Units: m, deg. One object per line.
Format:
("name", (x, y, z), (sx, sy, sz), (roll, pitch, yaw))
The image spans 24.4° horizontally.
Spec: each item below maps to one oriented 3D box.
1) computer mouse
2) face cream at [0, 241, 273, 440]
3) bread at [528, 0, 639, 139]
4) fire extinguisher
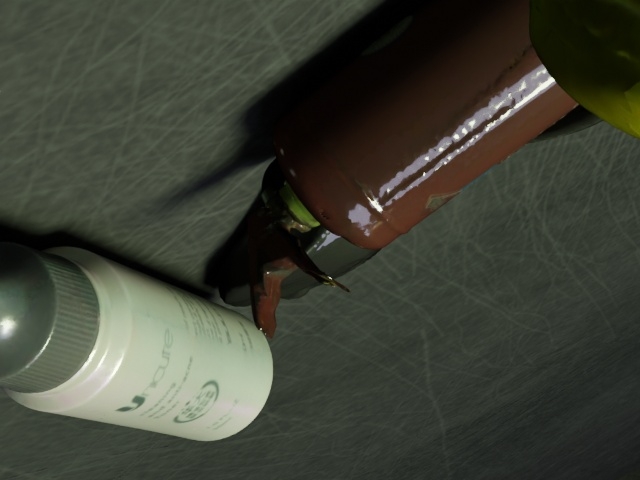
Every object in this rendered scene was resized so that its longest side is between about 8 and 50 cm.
("computer mouse", (0.000, 0.000, 0.922), (0.099, 0.057, 0.172), (-16, 156, -50))
("face cream", (-0.121, 0.056, 0.826), (0.092, 0.092, 0.311), (-36, 159, 8))
("bread", (0.224, -0.196, 0.559), (0.377, 0.251, 0.208), (-37, 165, -1))
("fire extinguisher", (0.089, -0.080, 0.785), (0.341, 0.141, 0.105), (-38, 128, 10))
